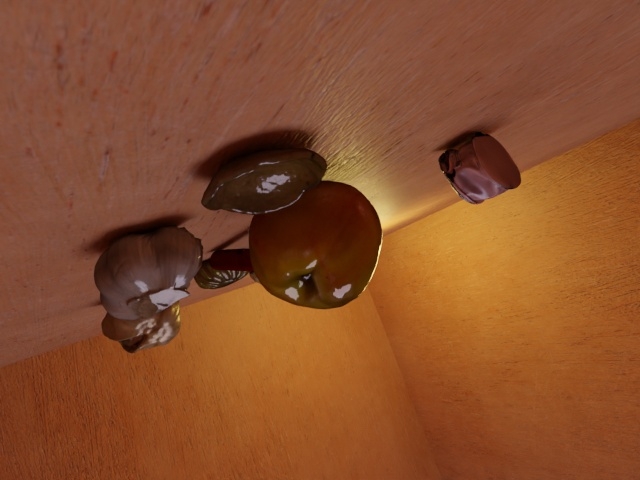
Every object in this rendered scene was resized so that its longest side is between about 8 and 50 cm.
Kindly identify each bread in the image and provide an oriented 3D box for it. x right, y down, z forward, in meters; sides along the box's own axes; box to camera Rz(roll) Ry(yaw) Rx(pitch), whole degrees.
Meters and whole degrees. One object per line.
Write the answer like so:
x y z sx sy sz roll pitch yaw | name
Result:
-0.347 0.111 1.470 0.213 0.104 0.213 -19 171 -3 | bread

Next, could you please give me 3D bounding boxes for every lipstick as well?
-0.221 0.057 1.206 0.280 0.073 0.073 -3 -173 39 | lipstick

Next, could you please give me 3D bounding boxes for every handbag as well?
0.409 -0.184 1.054 0.205 0.179 0.116 -16 165 -44 | handbag

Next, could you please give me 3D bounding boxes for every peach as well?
-0.004 -0.001 0.908 0.289 0.289 0.308 -25 -149 36 | peach

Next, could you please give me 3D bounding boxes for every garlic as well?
-0.354 0.049 0.797 0.229 0.178 0.143 -40 138 12 | garlic

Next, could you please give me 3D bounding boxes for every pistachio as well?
-0.640 0.281 1.466 0.321 0.229 0.238 -15 -149 30 | pistachio

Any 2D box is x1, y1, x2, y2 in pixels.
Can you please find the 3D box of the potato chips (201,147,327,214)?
-0.091 -0.101 0.648 0.208 0.062 0.195 -18 168 -16 | potato chips

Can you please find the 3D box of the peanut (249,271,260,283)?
-0.237 0.120 1.759 0.147 0.147 0.305 -19 172 -16 | peanut

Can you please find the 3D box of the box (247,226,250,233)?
-0.087 -0.035 1.209 0.149 0.067 0.233 -20 173 22 | box

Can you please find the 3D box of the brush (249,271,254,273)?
-0.227 0.066 1.580 0.034 0.027 0.190 -29 -165 33 | brush
